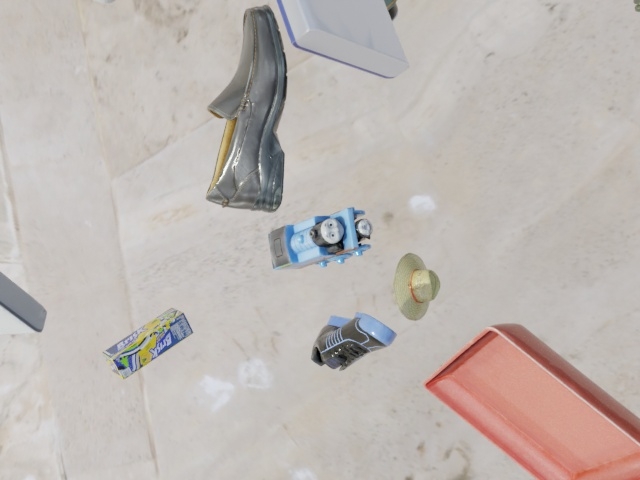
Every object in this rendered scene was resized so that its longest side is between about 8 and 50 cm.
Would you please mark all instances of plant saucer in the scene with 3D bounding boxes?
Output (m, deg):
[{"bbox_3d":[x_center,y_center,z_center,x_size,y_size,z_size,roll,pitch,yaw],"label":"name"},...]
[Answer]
[{"bbox_3d":[0.276,0.213,1.069,0.259,0.258,0.048,39,64,7],"label":"plant saucer"}]

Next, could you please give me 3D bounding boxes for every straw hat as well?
[{"bbox_3d":[0.215,0.094,1.784,0.144,0.061,0.144,11,75,-48],"label":"straw hat"}]

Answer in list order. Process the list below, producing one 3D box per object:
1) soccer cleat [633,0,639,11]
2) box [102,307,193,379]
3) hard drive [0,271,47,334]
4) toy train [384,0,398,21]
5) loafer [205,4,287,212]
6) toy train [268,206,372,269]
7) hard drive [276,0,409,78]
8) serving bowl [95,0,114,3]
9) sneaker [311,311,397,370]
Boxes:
[{"bbox_3d":[0.346,-0.273,0.765,0.121,0.289,0.093,3,81,18],"label":"soccer cleat"},{"bbox_3d":[-0.341,0.202,1.697,0.169,0.059,0.054,-33,112,-26],"label":"box"},{"bbox_3d":[-0.612,0.079,1.236,0.353,0.233,0.047,-5,59,16],"label":"hard drive"},{"bbox_3d":[0.036,-0.473,1.538,0.190,0.334,0.142,-41,53,-1],"label":"toy train"},{"bbox_3d":[-0.062,-0.108,0.700,0.061,0.062,0.170,0,90,-14],"label":"loafer"},{"bbox_3d":[0.000,0.000,1.325,0.105,0.184,0.080,-5,82,-35],"label":"toy train"},{"bbox_3d":[-0.007,-0.369,1.094,0.210,0.040,0.319,4,62,-52],"label":"hard drive"},{"bbox_3d":[-0.388,-0.425,1.458,0.083,0.083,0.027,29,97,-12],"label":"serving bowl"},{"bbox_3d":[0.053,0.181,1.480,0.081,0.232,0.090,35,73,-12],"label":"sneaker"}]
